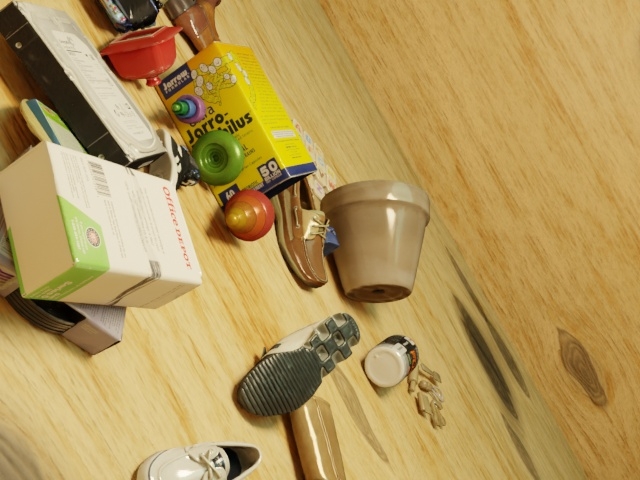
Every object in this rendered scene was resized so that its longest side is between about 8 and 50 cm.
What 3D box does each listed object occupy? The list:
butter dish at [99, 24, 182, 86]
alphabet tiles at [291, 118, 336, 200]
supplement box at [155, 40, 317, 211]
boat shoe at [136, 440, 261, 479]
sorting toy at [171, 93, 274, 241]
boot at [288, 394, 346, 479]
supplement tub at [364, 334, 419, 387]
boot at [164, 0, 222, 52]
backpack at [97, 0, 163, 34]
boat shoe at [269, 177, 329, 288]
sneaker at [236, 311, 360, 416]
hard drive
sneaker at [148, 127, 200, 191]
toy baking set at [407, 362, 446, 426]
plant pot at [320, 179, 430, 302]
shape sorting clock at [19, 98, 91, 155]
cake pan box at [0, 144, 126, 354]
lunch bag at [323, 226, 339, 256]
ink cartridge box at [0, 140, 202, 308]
[{"bbox_3d":[-0.383,-0.398,1.678,0.160,0.160,0.118,-73,153,-62],"label":"butter dish"},{"bbox_3d":[-0.036,-0.258,2.401,0.284,0.021,0.278,46,25,-31],"label":"alphabet tiles"},{"bbox_3d":[-0.197,-0.268,1.822,0.357,0.194,0.195,61,21,1],"label":"supplement box"},{"bbox_3d":[-0.186,0.360,1.216,0.258,0.084,0.095,6,58,-64],"label":"boat shoe"},{"bbox_3d":[-0.235,-0.159,1.679,0.366,0.127,0.126,62,15,0],"label":"sorting toy"},{"bbox_3d":[-0.024,0.433,1.499,0.236,0.089,0.270,44,25,-53],"label":"boot"},{"bbox_3d":[0.200,0.323,2.071,0.117,0.117,0.190,63,22,5],"label":"supplement tub"},{"bbox_3d":[-0.287,-0.567,2.131,0.280,0.096,0.264,57,22,-11],"label":"boot"},{"bbox_3d":[-0.443,-0.549,1.736,0.158,0.116,0.173,59,-9,-8],"label":"backpack"},{"bbox_3d":[-0.043,-0.038,1.977,0.122,0.119,0.324,20,45,-58],"label":"boat shoe"},{"bbox_3d":[-0.066,0.265,1.579,0.330,0.146,0.123,-28,96,-44],"label":"sneaker"},{"bbox_3d":[-0.434,-0.281,1.418,0.339,0.064,0.237,54,10,-6],"label":"hard drive"},{"bbox_3d":[-0.297,-0.130,1.587,0.121,0.079,0.217,39,30,-44],"label":"sneaker"},{"bbox_3d":[0.322,0.454,2.305,0.197,0.030,0.256,55,22,-21],"label":"toy baking set"},{"bbox_3d":[0.159,0.021,2.168,0.323,0.323,0.281,29,54,-53],"label":"plant pot"},{"bbox_3d":[-0.437,-0.159,1.304,0.206,0.040,0.206,53,4,-6],"label":"shape sorting clock"},{"bbox_3d":[-0.403,0.018,1.191,0.245,0.070,0.267,42,28,-35],"label":"cake pan box"},{"bbox_3d":[0.000,0.000,2.055,0.067,0.098,0.065,21,42,-51],"label":"lunch bag"},{"bbox_3d":[-0.326,-0.012,1.151,0.273,0.114,0.198,17,48,-60],"label":"ink cartridge box"}]
